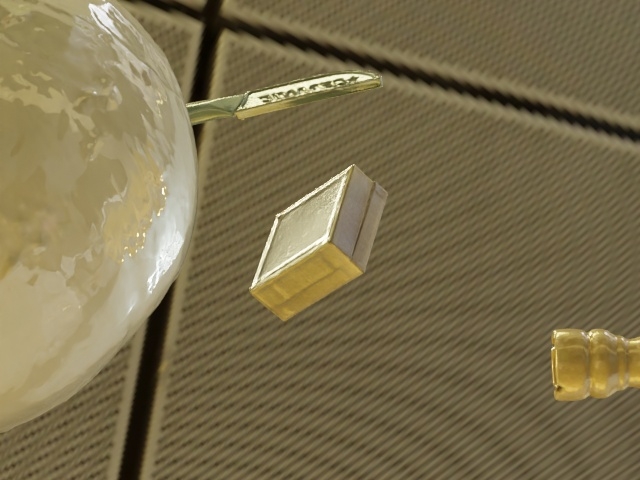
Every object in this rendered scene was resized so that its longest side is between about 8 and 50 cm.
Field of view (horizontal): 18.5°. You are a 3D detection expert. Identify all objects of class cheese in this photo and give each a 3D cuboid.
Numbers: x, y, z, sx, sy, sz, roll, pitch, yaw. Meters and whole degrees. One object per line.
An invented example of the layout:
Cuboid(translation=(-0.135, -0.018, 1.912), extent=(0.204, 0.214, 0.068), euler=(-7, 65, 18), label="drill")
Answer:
Cuboid(translation=(-0.135, -0.021, 0.702), extent=(0.189, 0.154, 0.198), euler=(22, -125, 38), label="cheese")

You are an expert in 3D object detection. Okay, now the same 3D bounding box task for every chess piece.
Cuboid(translation=(0.221, 0.086, 1.354), extent=(0.122, 0.066, 0.066), euler=(-4, -112, 3), label="chess piece")

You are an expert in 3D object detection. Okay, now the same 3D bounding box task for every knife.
Cuboid(translation=(-0.058, -0.093, 1.365), extent=(0.210, 0.028, 0.015), euler=(-11, -68, 10), label="knife")

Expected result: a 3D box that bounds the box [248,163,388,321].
Cuboid(translation=(0.000, 0.000, 1.275), extent=(0.035, 0.079, 0.083), euler=(41, -141, -21), label="box")
